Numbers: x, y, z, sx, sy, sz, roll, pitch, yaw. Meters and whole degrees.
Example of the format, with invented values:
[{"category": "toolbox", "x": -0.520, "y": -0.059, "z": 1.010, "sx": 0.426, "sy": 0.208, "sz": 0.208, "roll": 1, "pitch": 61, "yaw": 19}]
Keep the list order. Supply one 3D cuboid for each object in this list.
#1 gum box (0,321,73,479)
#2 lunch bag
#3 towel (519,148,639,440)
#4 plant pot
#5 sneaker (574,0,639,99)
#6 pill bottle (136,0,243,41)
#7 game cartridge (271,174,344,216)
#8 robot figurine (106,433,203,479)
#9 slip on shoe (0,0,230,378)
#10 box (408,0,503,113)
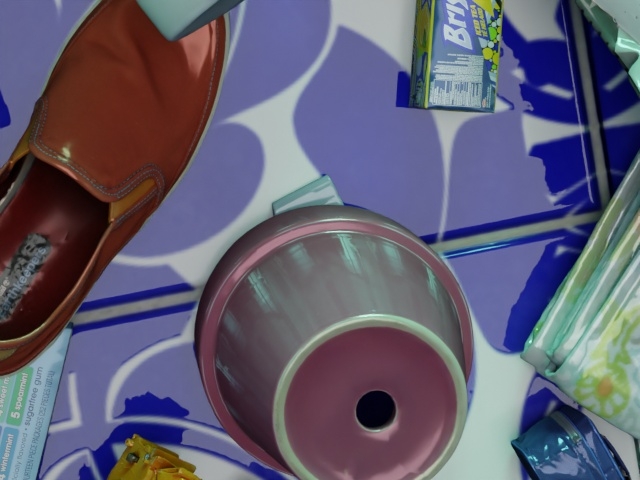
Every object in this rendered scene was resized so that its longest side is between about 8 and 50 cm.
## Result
[{"category": "gum box", "x": -0.286, "y": 0.116, "z": 1.102, "sx": 0.184, "sy": 0.041, "sz": 0.157, "roll": 13, "pitch": 93, "yaw": -9}, {"category": "lunch bag", "x": 0.197, "y": 0.177, "z": 1.156, "sx": 0.065, "sy": 0.067, "sz": 0.098, "roll": -32, "pitch": 100, "yaw": -2}, {"category": "towel", "x": 0.380, "y": 0.046, "z": 1.158, "sx": 0.374, "sy": 0.090, "sz": 0.320, "roll": 30, "pitch": 94, "yaw": -9}, {"category": "plant pot", "x": 0.018, "y": 0.088, "z": 1.056, "sx": 0.201, "sy": 0.180, "sz": 0.201, "roll": -2, "pitch": 103, "yaw": -8}, {"category": "sneaker", "x": 0.261, "y": -0.165, "z": 1.048, "sx": 0.146, "sy": 0.122, "sz": 0.330, "roll": -37, "pitch": 71, "yaw": 19}, {"category": "pill bottle", "x": -0.132, "y": -0.324, "z": 0.983, "sx": 0.204, "sy": 0.204, "sz": 0.361, "roll": -36, "pitch": 95, "yaw": -2}, {"category": "game cartridge", "x": 0.000, "y": 0.000, "z": 1.139, "sx": 0.056, "sy": 0.017, "sz": 0.083, "roll": -28, "pitch": 99, "yaw": 0}, {"category": "robot figurine", "x": -0.136, "y": 0.297, "z": 1.091, "sx": 0.211, "sy": 0.085, "sz": 0.291, "roll": 29, "pitch": 85, "yaw": -33}, {"category": "slip on shoe", "x": -0.161, "y": -0.053, "z": 1.057, "sx": 0.123, "sy": 0.101, "sz": 0.331, "roll": 32, "pitch": 79, "yaw": -7}, {"category": "box", "x": 0.101, "y": -0.178, "z": 1.109, "sx": 0.054, "sy": 0.059, "sz": 0.169, "roll": 4, "pitch": 96, "yaw": -9}]
